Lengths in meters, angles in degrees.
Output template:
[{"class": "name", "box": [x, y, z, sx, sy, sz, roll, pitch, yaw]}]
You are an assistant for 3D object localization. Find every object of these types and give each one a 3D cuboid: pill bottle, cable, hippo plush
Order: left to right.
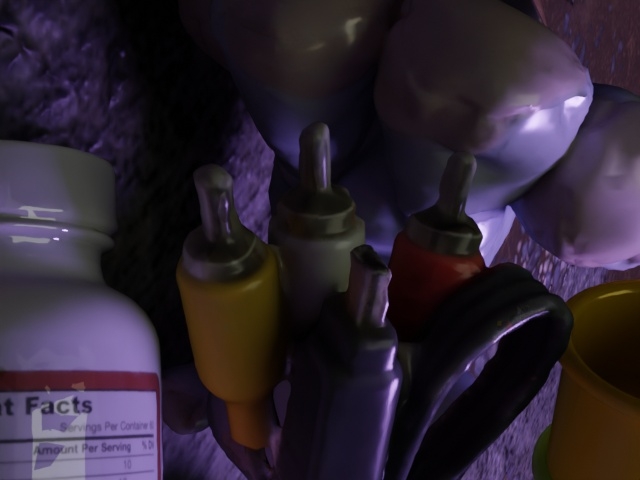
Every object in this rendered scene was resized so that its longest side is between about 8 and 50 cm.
[{"class": "pill bottle", "box": [-0.111, 0.082, 0.396, 0.121, 0.121, 0.216, 16, 70, -63]}, {"class": "hippo plush", "box": [0.000, 0.000, 0.579, 0.236, 0.234, 0.294, -61, -164, 4]}, {"class": "cable", "box": [0.002, 0.095, 0.465, 0.140, 0.072, 0.287, -3, 124, -25]}]

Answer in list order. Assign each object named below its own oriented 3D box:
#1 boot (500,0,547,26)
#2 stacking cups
[{"class": "boot", "box": [0.070, -0.199, 0.725, 0.115, 0.112, 0.305, -94, 167, -48]}, {"class": "stacking cups", "box": [0.125, 0.175, 0.527, 0.096, 0.096, 0.316, -39, 139, -51]}]
